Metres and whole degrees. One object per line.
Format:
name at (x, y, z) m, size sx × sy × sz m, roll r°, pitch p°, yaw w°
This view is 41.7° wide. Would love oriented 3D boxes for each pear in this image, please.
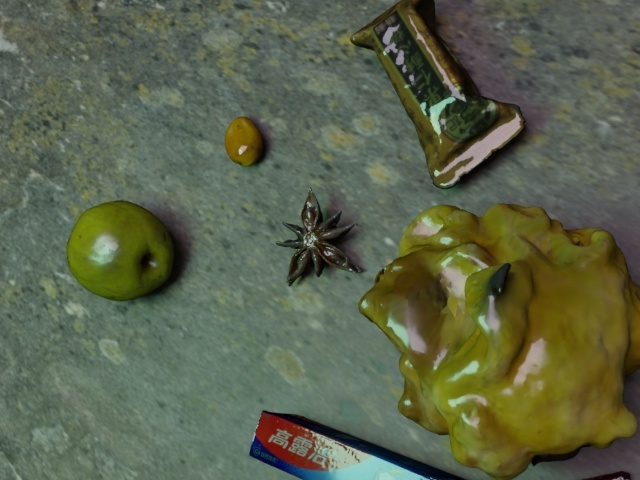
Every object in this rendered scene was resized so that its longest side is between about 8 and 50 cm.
pear at (-0.301, 0.014, 1.249) m, size 0.162 × 0.149 × 0.148 m, roll 20°, pitch 84°, yaw 31°

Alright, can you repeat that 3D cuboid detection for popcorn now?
popcorn at (0.193, 0.099, 0.903) m, size 0.316 × 0.281 × 0.297 m, roll 10°, pitch 62°, yaw 17°

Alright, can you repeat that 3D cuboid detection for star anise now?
star anise at (-0.005, -0.010, 1.149) m, size 0.124 × 0.056 × 0.129 m, roll -13°, pitch 84°, yaw 21°

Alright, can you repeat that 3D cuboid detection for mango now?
mango at (-0.115, -0.151, 1.263) m, size 0.060 × 0.046 × 0.089 m, roll -22°, pitch 53°, yaw 18°

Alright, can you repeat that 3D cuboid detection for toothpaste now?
toothpaste at (0.062, 0.279, 0.997) m, size 0.321 × 0.076 × 0.066 m, roll 11°, pitch 83°, yaw 37°

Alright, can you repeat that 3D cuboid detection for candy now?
candy at (0.153, -0.208, 1.109) m, size 0.143 × 0.101 × 0.271 m, roll -35°, pitch 67°, yaw 21°

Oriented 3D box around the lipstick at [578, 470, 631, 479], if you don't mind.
lipstick at (0.259, 0.286, 0.939) m, size 0.177 × 0.027 × 0.027 m, roll -21°, pitch 66°, yaw 20°
